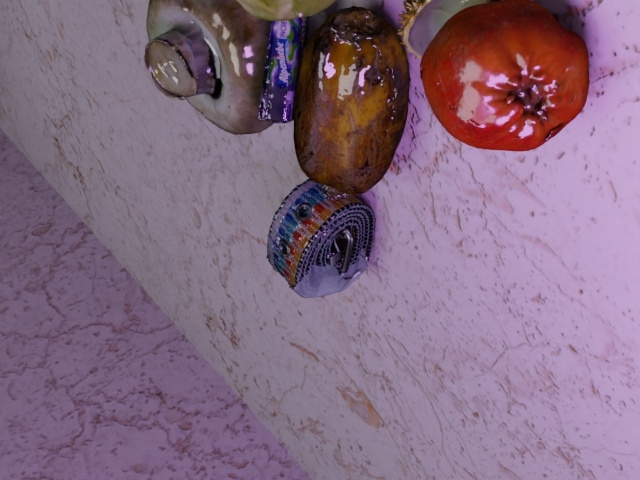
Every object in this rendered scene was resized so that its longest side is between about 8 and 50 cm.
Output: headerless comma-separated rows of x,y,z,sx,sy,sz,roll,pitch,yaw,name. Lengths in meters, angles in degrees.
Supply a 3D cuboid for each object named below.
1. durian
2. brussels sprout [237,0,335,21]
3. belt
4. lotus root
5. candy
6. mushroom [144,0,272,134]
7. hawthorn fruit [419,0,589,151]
0.189,-0.344,1.456,0.139,0.144,0.252,19,143,-5,durian
-0.054,-0.480,1.465,0.328,0.328,0.247,41,149,32,brussels sprout
0.000,0.000,1.994,0.150,0.207,0.257,44,143,32,belt
0.050,-0.223,1.693,0.196,0.179,0.397,33,144,21,lotus root
-0.055,-0.361,1.698,0.061,0.088,0.312,10,103,7,candy
-0.190,-0.369,1.870,0.352,0.260,0.352,32,140,31,mushroom
0.232,-0.233,1.366,0.299,0.211,0.211,31,144,62,hawthorn fruit
